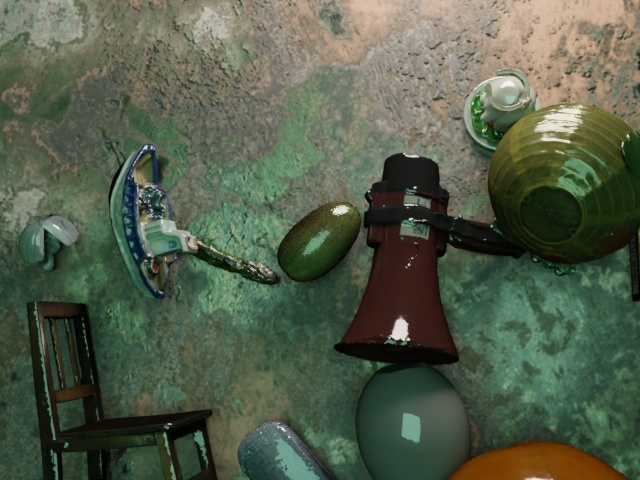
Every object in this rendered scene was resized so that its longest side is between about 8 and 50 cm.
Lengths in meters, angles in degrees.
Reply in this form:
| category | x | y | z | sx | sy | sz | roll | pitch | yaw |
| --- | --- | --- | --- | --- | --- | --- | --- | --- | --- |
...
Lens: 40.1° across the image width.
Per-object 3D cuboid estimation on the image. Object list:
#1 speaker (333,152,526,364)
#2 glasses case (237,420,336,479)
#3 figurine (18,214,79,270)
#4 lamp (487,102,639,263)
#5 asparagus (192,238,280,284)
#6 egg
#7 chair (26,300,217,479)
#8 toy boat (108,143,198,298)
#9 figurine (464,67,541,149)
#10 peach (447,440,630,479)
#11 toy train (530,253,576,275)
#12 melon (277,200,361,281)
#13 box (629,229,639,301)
| category | x | y | z | sx | sy | sz | roll | pitch | yaw |
| --- | --- | --- | --- | --- | --- | --- | --- | --- | --- |
| speaker | 0.179 | 0.036 | 1.383 | 0.259 | 0.198 | 0.329 | 8 | 76 | 21 |
| glasses case | -0.022 | 0.417 | 1.416 | 0.109 | 0.067 | 0.282 | -43 | 83 | 10 |
| figurine | -0.479 | -0.002 | 1.523 | 0.086 | 0.082 | 0.094 | -51 | 55 | 15 |
| lamp | 0.386 | -0.098 | 1.352 | 0.250 | 0.284 | 0.250 | 14 | 125 | 21 |
| asparagus | -0.144 | 0.040 | 1.492 | 0.165 | 0.030 | 0.036 | 19 | 76 | 9 |
| egg | 0.146 | 0.305 | 1.354 | 0.176 | 0.176 | 0.231 | -16 | 93 | 5 |
| chair | -0.302 | 0.293 | 1.402 | 0.241 | 0.203 | 0.415 | -7 | 85 | 11 |
| toy boat | -0.277 | -0.034 | 1.470 | 0.115 | 0.114 | 0.261 | -21 | 78 | 17 |
| figurine | 0.295 | -0.221 | 1.404 | 0.132 | 0.154 | 0.132 | -1 | 83 | 7 |
| peach | 0.318 | 0.447 | 1.203 | 0.302 | 0.343 | 0.342 | -6 | 83 | 14 |
| toy train | 0.382 | 0.022 | 1.428 | 0.083 | 0.033 | 0.053 | 30 | 83 | 9 |
| melon | 0.000 | 0.000 | 1.444 | 0.162 | 0.099 | 0.099 | -42 | 81 | -1 |
| box | 0.572 | -0.024 | 1.394 | 0.153 | 0.074 | 0.239 | -2 | 84 | 11 |
